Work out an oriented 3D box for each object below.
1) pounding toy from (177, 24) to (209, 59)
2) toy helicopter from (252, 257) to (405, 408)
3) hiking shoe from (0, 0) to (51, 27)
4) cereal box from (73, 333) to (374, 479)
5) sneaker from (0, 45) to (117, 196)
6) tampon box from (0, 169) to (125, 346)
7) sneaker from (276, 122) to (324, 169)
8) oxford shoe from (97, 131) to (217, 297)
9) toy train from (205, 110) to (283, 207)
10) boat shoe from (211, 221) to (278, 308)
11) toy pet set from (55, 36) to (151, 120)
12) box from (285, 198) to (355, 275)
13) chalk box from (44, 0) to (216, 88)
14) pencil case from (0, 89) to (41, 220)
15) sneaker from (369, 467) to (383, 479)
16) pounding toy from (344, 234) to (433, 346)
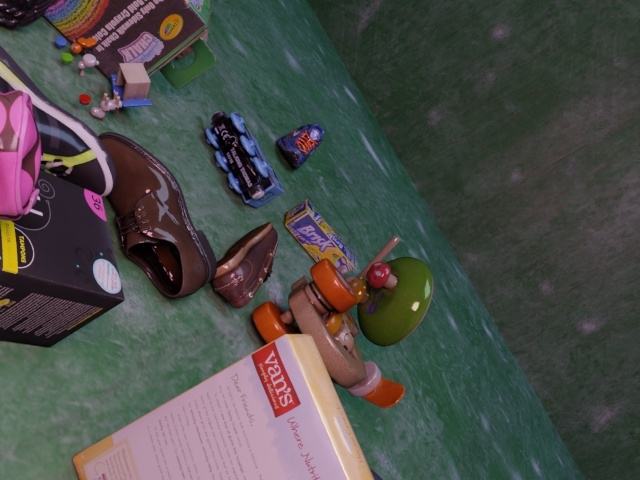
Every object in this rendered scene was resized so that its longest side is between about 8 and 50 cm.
[{"bbox_3d":[-0.281,-0.431,1.268,0.130,0.100,0.141,40,36,-43],"label":"pounding toy"},{"bbox_3d":[0.035,0.158,1.084,0.235,0.140,0.355,53,5,4],"label":"toy helicopter"},{"bbox_3d":[-0.424,-0.329,0.754,0.114,0.086,0.227,50,9,18],"label":"hiking shoe"},{"bbox_3d":[-0.077,0.203,0.524,0.047,0.240,0.173,18,44,-63],"label":"cereal box"},{"bbox_3d":[-0.323,-0.110,0.686,0.234,0.084,0.097,46,46,-30],"label":"sneaker"},{"bbox_3d":[-0.268,0.008,0.559,0.161,0.101,0.120,28,36,-58],"label":"tampon box"},{"bbox_3d":[-0.042,-0.236,1.563,0.083,0.087,0.221,52,19,-16],"label":"sneaker"},{"bbox_3d":[-0.213,-0.031,0.803,0.227,0.083,0.096,56,23,-5],"label":"oxford shoe"},{"bbox_3d":[-0.140,-0.148,1.192,0.184,0.080,0.105,62,9,17],"label":"toy train"},{"bbox_3d":[-0.107,0.036,0.994,0.073,0.073,0.207,57,25,-11],"label":"boat shoe"},{"bbox_3d":[-0.305,-0.221,0.933,0.114,0.065,0.122,-11,63,-34],"label":"toy pet set"},{"bbox_3d":[0.000,0.000,1.340,0.169,0.059,0.054,50,19,-25],"label":"box"},{"bbox_3d":[-0.282,-0.364,0.997,0.289,0.180,0.179,47,22,-36],"label":"chalk box"},{"bbox_3d":[-0.290,-0.045,0.422,0.095,0.209,0.098,-144,-130,-66],"label":"pencil case"},{"bbox_3d":[0.020,0.311,0.798,0.321,0.127,0.126,63,20,16],"label":"sneaker"},{"bbox_3d":[0.102,0.082,1.259,0.110,0.183,0.237,32,13,-28],"label":"pounding toy"}]
